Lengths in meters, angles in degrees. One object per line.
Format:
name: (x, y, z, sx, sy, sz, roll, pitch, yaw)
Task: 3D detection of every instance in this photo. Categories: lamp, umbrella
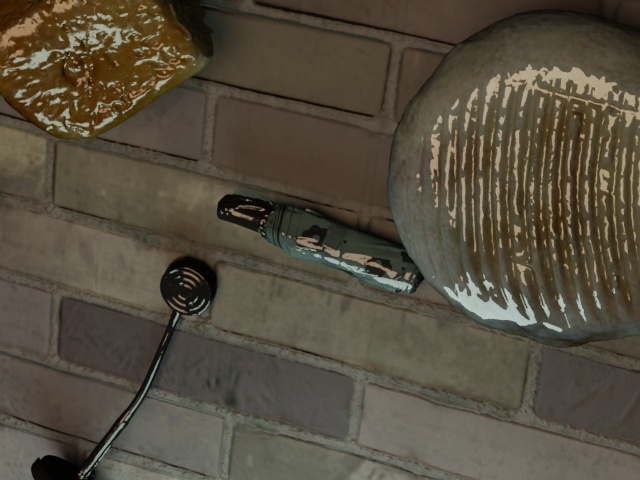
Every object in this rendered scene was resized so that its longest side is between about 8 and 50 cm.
lamp: (-0.229, 0.193, 2.139, 0.130, 0.108, 0.371, 39, 118, 2)
umbrella: (0.000, 0.001, 2.010, 0.250, 0.052, 0.053, 19, 149, 15)

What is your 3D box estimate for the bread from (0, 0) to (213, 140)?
bread: (-0.239, -0.243, 1.949, 0.246, 0.176, 0.195, -30, 129, 17)

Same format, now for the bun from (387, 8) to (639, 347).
bun: (0.252, -0.062, 1.792, 0.362, 0.211, 0.362, 7, 108, 22)
